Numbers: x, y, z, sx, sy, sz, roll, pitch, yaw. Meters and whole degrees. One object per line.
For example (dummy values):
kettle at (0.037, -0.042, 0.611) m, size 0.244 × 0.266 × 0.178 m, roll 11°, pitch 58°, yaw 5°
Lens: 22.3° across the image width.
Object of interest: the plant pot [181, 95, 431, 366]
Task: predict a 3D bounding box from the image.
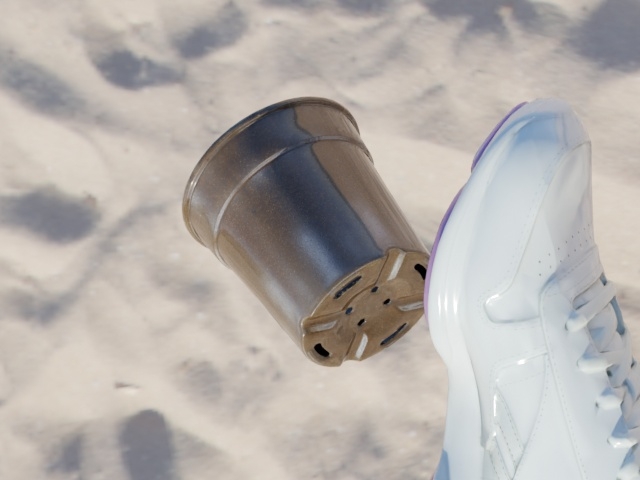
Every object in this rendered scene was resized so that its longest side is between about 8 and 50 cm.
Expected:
plant pot at (0.000, 0.000, 1.290) m, size 0.167 × 0.167 × 0.165 m, roll -52°, pitch 53°, yaw 21°

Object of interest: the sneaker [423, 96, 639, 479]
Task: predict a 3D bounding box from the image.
sneaker at (0.131, 0.077, 0.817) m, size 0.152 × 0.114 × 0.305 m, roll 12°, pitch 116°, yaw 28°
